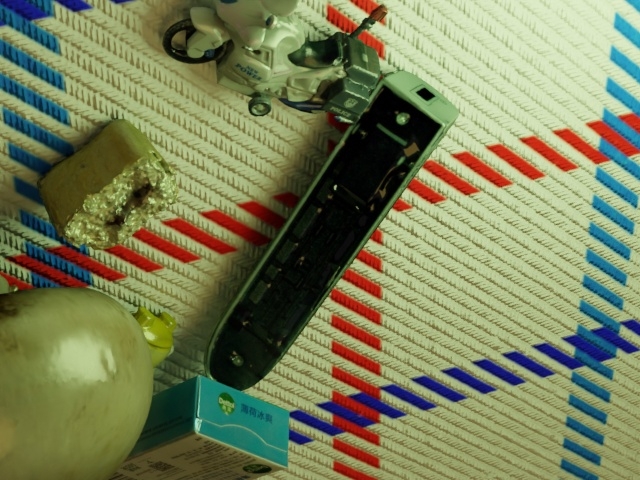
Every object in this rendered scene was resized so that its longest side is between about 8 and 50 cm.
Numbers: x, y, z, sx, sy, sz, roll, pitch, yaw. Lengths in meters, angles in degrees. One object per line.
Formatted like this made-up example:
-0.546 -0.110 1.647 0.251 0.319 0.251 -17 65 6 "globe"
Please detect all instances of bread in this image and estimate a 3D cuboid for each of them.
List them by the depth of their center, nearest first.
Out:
-0.206 -0.051 1.543 0.125 0.106 0.082 -37 127 2 "bread"

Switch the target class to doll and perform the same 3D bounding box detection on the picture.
-0.225 0.142 1.717 0.162 0.062 0.106 -50 147 13 "doll"

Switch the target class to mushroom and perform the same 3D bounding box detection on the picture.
-0.348 0.144 1.528 0.362 0.294 0.362 -21 166 -5 "mushroom"

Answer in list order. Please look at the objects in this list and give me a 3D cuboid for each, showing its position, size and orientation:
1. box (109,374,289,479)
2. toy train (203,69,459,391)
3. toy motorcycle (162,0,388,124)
-0.149 0.228 1.760 0.139 0.073 0.194 26 143 -37 "box"
0.000 0.000 1.689 0.086 0.088 0.407 37 114 4 "toy train"
-0.032 -0.189 1.523 0.221 0.102 0.150 20 137 -33 "toy motorcycle"
